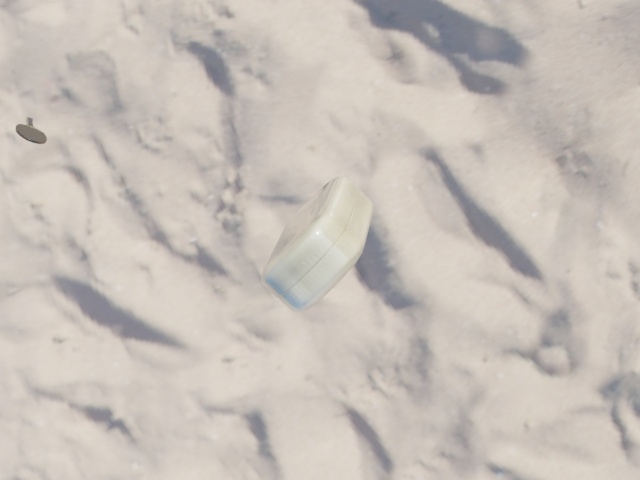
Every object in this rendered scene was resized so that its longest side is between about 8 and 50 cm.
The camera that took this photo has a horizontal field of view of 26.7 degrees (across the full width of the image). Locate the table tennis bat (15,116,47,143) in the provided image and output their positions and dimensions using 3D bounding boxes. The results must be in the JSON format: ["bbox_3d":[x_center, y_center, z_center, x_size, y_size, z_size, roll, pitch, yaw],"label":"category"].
[{"bbox_3d":[-0.440,-0.167,2.052,0.050,0.083,0.007,19,111,-25],"label":"table tennis bat"}]

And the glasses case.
[{"bbox_3d":[0.000,0.000,1.112,0.083,0.196,0.050,-43,96,12],"label":"glasses case"}]
